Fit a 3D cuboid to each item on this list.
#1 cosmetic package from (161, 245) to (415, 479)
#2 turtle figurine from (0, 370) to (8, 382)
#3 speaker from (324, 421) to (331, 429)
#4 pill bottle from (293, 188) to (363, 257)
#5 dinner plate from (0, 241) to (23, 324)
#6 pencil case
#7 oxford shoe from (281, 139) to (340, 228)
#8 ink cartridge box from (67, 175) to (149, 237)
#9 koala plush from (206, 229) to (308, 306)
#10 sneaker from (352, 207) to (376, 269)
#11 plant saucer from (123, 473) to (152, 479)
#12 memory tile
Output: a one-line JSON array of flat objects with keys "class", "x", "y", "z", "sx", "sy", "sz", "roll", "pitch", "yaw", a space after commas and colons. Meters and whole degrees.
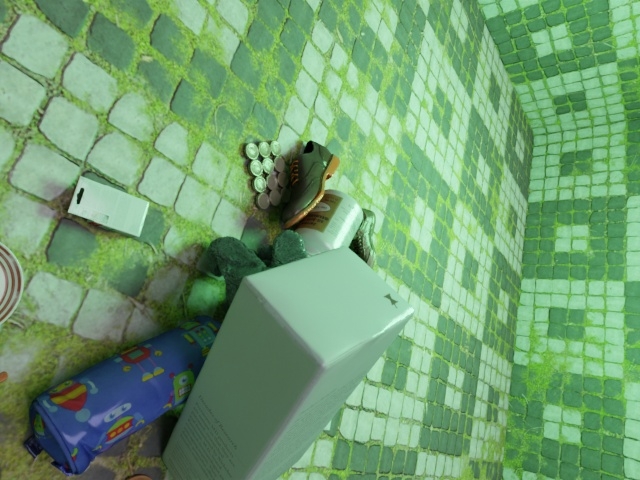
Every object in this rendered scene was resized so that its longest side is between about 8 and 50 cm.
[{"class": "cosmetic package", "x": -0.070, "y": 0.242, "z": 0.697, "sx": 0.230, "sy": 0.161, "sz": 0.453, "roll": -14, "pitch": 141, "yaw": -50}, {"class": "turtle figurine", "x": -0.499, "y": 0.123, "z": 0.435, "sx": 0.270, "sy": 0.087, "sz": 0.217, "roll": -18, "pitch": 95, "yaw": -41}, {"class": "speaker", "x": 0.009, "y": 0.393, "z": 1.065, "sx": 0.055, "sy": 0.055, "sz": 0.136, "roll": 30, "pitch": 67, "yaw": -46}, {"class": "pill bottle", "x": 0.000, "y": 0.000, "z": 1.010, "sx": 0.131, "sy": 0.131, "sz": 0.229, "roll": 55, "pitch": 50, "yaw": -34}, {"class": "dinner plate", "x": -0.457, "y": 0.057, "z": 0.543, "sx": 0.141, "sy": 0.017, "sz": 0.141, "roll": 2, "pitch": 87, "yaw": -50}, {"class": "pencil case", "x": -0.277, "y": 0.232, "z": 0.673, "sx": 0.306, "sy": 0.120, "sz": 0.133, "roll": -24, "pitch": 113, "yaw": -48}, {"class": "oxford shoe", "x": -0.044, "y": -0.134, "z": 1.000, "sx": 0.098, "sy": 0.097, "sz": 0.271, "roll": 42, "pitch": 43, "yaw": -17}, {"class": "ink cartridge box", "x": -0.337, "y": -0.051, "z": 0.684, "sx": 0.115, "sy": 0.029, "sz": 0.062, "roll": 26, "pitch": 69, "yaw": -46}, {"class": "koala plush", "x": -0.110, "y": 0.124, "z": 0.833, "sx": 0.197, "sy": 0.203, "sz": 0.221, "roll": -5, "pitch": 122, "yaw": -19}, {"class": "sneaker", "x": 0.110, "y": 0.001, "z": 1.211, "sx": 0.071, "sy": 0.066, "sz": 0.188, "roll": 13, "pitch": 73, "yaw": -33}, {"class": "plant saucer", "x": -0.309, "y": 0.432, "z": 0.710, "sx": 0.084, "sy": 0.013, "sz": 0.083, "roll": 2, "pitch": 87, "yaw": -50}, {"class": "memory tile", "x": -0.116, "y": -0.149, "z": 0.969, "sx": 0.113, "sy": 0.012, "sz": 0.147, "roll": -24, "pitch": 106, "yaw": -48}]
